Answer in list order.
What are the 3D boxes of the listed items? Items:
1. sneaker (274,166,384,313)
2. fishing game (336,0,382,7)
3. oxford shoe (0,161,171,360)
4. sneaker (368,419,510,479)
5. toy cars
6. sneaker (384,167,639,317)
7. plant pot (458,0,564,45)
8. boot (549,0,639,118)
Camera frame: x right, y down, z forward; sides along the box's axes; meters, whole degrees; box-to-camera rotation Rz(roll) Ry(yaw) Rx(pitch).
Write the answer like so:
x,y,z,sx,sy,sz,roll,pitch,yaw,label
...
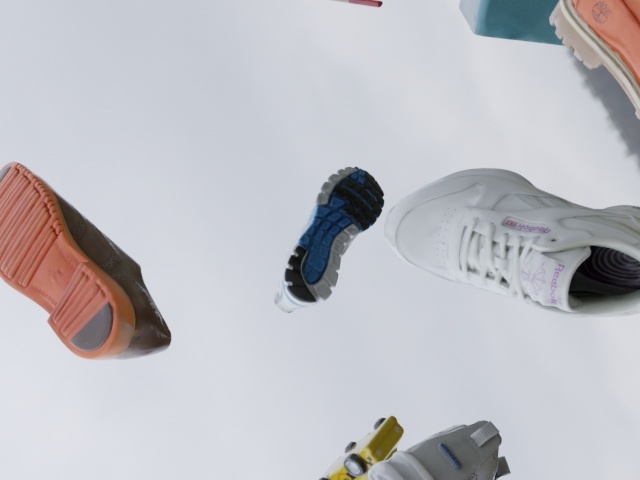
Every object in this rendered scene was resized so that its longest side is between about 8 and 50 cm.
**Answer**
x,y,z,sx,sy,sz,roll,pitch,yaw,label
0.000,0.000,1.460,0.071,0.083,0.191,37,-122,-6,sneaker
-0.002,-0.386,1.503,0.041,0.189,0.264,-36,-54,-37,fishing game
-0.325,0.032,1.801,0.132,0.130,0.364,15,-151,-52,oxford shoe
0.118,0.231,1.169,0.105,0.115,0.281,55,171,20,sneaker
-0.003,0.415,2.029,0.087,0.394,0.176,45,-173,2,toy cars
0.198,0.004,1.297,0.152,0.305,0.114,-32,-53,-63,sneaker
0.233,-0.309,1.264,0.166,0.165,0.234,-89,6,-72,plant pot
0.193,-0.100,0.703,0.059,0.085,0.158,-20,-120,-44,boot
